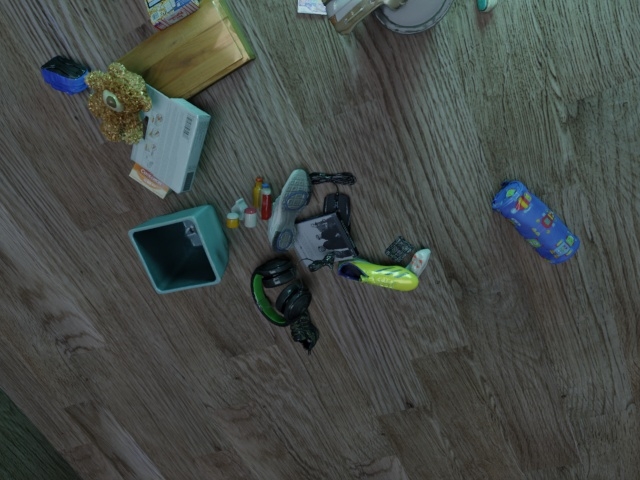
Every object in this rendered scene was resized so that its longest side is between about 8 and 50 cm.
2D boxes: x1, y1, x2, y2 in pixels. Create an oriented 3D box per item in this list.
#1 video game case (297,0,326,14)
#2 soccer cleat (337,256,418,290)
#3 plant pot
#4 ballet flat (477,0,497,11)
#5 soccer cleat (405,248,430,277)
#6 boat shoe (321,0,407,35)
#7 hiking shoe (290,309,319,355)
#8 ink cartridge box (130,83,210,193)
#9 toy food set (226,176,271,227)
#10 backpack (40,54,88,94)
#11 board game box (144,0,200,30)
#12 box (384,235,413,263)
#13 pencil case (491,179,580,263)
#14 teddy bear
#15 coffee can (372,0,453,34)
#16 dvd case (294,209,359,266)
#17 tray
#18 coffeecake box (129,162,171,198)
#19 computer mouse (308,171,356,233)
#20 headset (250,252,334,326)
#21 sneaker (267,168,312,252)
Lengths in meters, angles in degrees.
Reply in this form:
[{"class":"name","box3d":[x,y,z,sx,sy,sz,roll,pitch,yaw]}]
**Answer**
[{"class":"video game case","box3d":[-0.020,-0.720,1.248,0.087,0.011,0.122,7,116,5]},{"class":"soccer cleat","box3d":[0.195,0.129,1.526,0.288,0.121,0.094,16,117,18]},{"class":"plant pot","box3d":[-0.459,0.002,1.525,0.247,0.252,0.247,-11,114,13]},{"class":"ballet flat","box3d":[0.444,-0.707,1.167,0.052,0.057,0.169,-21,117,-12]},{"class":"soccer cleat","box3d":[0.335,0.108,1.558,0.068,0.076,0.196,46,134,22]},{"class":"boat shoe","box3d":[0.151,-0.554,0.942,0.302,0.113,0.104,-15,113,27]},{"class":"hiking shoe","box3d":[-0.079,0.336,1.700,0.086,0.114,0.227,-27,108,19]},{"class":"ink cartridge box","box3d":[-0.492,-0.328,1.407,0.238,0.060,0.275,34,119,18]},{"class":"toy food set","box3d":[-0.223,-0.125,1.432,0.111,0.232,0.105,13,117,17]},{"class":"backpack","box3d":[-0.818,-0.532,1.419,0.120,0.098,0.101,17,146,0]},{"class":"board game box","box3d":[-0.445,-0.733,1.251,0.146,0.045,0.194,-18,88,17]},{"class":"box","box3d":[0.281,0.034,1.553,0.067,0.018,0.083,35,115,-8]},{"class":"pencil case","box3d":[0.679,-0.057,1.392,0.306,0.133,0.119,40,75,-11]},{"class":"teddy bear","box3d":[-0.653,-0.418,1.365,0.337,0.113,0.246,13,119,42]},{"class":"coffee can","box3d":[0.226,-0.632,1.103,0.201,0.275,0.202,4,115,8]},{"class":"dvd case","box3d":[0.000,0.000,1.533,0.238,0.030,0.180,-13,114,38]},{"class":"tray","box3d":[-0.429,-0.558,1.355,0.410,0.076,0.203,-23,109,19]},{"class":"coffeecake box","box3d":[-0.555,-0.264,1.516,0.142,0.068,0.186,35,115,-8]},{"class":"computer mouse","box3d":[0.020,-0.109,1.504,0.183,0.060,0.262,7,116,5]},{"class":"headset","box3d":[-0.106,0.159,1.585,0.244,0.185,0.394,57,137,7]},{"class":"sneaker","box3d":[-0.125,-0.110,1.490,0.110,0.129,0.298,10,111,-36]}]
